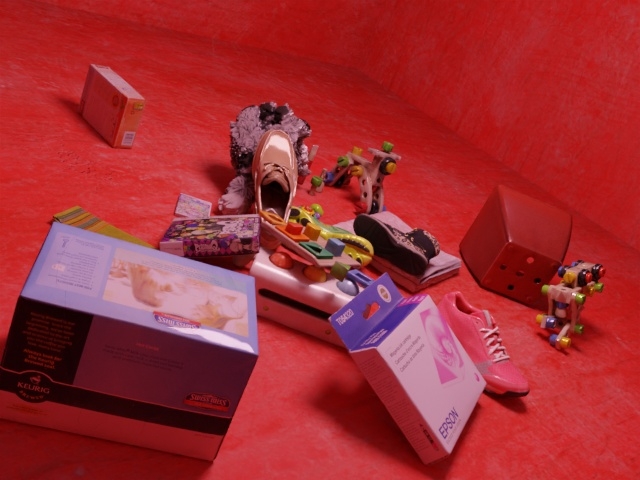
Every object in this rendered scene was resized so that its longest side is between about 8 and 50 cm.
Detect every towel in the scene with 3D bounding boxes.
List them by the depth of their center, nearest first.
[{"bbox_3d":[-0.461,-0.009,1.569,0.237,0.021,0.102,27,25,6],"label":"towel"},{"bbox_3d":[0.228,0.021,2.106,0.317,0.053,0.332,35,25,24],"label":"towel"}]

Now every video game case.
[{"bbox_3d":[-0.240,-0.013,1.613,0.210,0.041,0.232,-3,15,-2],"label":"video game case"},{"bbox_3d":[-0.328,-0.081,1.853,0.087,0.011,0.122,18,24,-13],"label":"video game case"}]

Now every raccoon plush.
[{"bbox_3d":[-0.182,-0.191,2.093,0.216,0.299,0.446,26,63,18],"label":"raccoon plush"}]

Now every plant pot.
[{"bbox_3d":[0.604,0.037,2.195,0.268,0.267,0.235,21,34,-6],"label":"plant pot"}]

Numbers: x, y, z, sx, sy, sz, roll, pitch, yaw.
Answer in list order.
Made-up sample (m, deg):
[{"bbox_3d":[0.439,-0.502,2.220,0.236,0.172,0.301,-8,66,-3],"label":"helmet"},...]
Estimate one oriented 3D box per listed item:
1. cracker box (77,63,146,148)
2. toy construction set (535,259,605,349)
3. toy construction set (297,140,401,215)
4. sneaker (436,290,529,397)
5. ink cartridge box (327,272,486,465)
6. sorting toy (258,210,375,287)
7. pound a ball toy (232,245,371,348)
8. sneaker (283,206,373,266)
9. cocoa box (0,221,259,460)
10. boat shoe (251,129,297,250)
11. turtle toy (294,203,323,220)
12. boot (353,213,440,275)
[{"bbox_3d":[-0.601,-0.386,2.054,0.067,0.155,0.232,-4,37,-47],"label":"cracker box"},{"bbox_3d":[0.732,0.172,2.080,0.151,0.214,0.328,10,14,25],"label":"toy construction set"},{"bbox_3d":[0.108,-0.241,2.309,0.309,0.237,0.257,14,26,-19],"label":"toy construction set"},{"bbox_3d":[0.375,0.238,1.685,0.116,0.136,0.314,-2,35,-43],"label":"sneaker"},{"bbox_3d":[0.191,0.230,1.448,0.330,0.071,0.324,57,29,1],"label":"ink cartridge box"},{"bbox_3d":[-0.016,0.001,1.612,0.348,0.047,0.196,34,14,31],"label":"sorting toy"},{"bbox_3d":[-0.047,0.087,1.611,0.319,0.135,0.208,23,24,-4],"label":"pound a ball toy"},{"bbox_3d":[0.000,0.000,1.909,0.296,0.109,0.123,25,-2,10],"label":"sneaker"},{"bbox_3d":[-0.294,0.156,1.124,0.347,0.227,0.231,17,25,-16],"label":"cocoa box"},{"bbox_3d":[-0.111,-0.146,1.838,0.122,0.110,0.340,7,67,-14],"label":"boat shoe"},{"bbox_3d":[-0.037,-0.067,2.022,0.095,0.066,0.130,32,25,17],"label":"turtle toy"},{"bbox_3d":[0.215,-0.003,1.980,0.236,0.085,0.179,36,26,14],"label":"boot"}]
